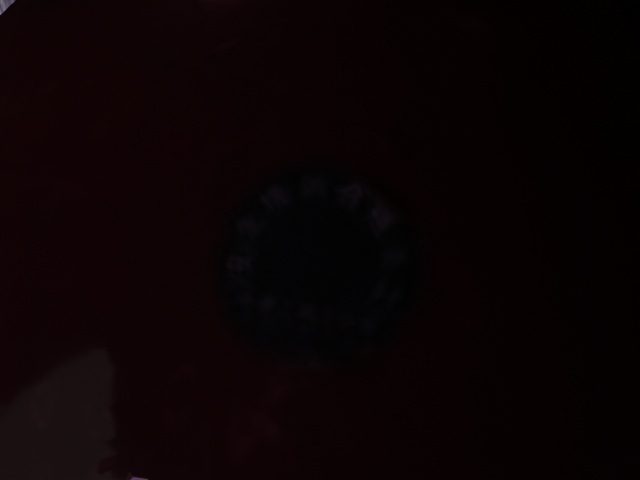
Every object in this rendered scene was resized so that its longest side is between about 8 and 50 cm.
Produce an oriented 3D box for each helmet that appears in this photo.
[{"bbox_3d":[0.000,0.000,0.563,0.385,0.337,0.230,-137,55,-79],"label":"helmet"}]
